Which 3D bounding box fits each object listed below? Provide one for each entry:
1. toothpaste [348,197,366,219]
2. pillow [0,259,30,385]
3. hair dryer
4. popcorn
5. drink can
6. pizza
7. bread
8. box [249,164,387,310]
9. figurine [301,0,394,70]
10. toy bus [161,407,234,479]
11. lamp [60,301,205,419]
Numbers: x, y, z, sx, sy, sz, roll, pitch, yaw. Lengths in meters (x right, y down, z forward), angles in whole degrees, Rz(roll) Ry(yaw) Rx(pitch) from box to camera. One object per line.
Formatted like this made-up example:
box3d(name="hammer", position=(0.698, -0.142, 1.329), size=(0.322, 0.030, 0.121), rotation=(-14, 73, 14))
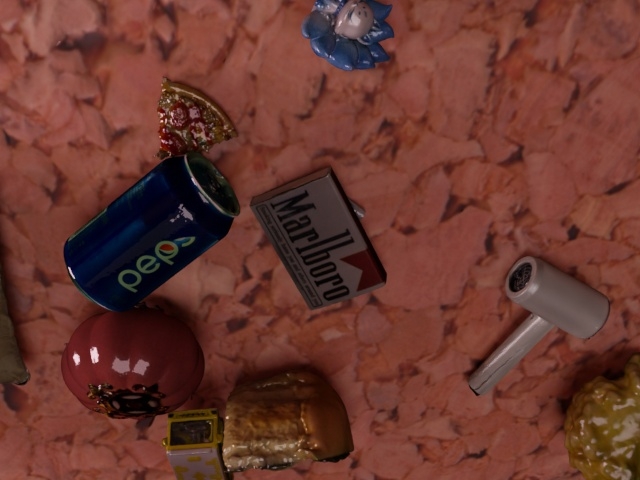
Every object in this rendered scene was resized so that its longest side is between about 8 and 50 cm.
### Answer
box3d(name="toothpaste", position=(0.020, -0.053, 0.868), size=(0.083, 0.015, 0.024), rotation=(32, 103, -14))
box3d(name="pillow", position=(-0.481, 0.068, 0.854), size=(0.184, 0.075, 0.303), rotation=(-2, 115, -6))
box3d(name="hair dryer", position=(0.278, 0.135, 0.967), size=(0.131, 0.073, 0.236), rotation=(27, 121, -15))
box3d(name="popcorn", position=(0.466, 0.281, 0.987), size=(0.218, 0.169, 0.189), rotation=(24, 112, -20))
box3d(name="drink can", position=(-0.201, -0.010, 0.813), size=(0.204, 0.118, 0.118), rotation=(-36, 114, 14))
box3d(name="pizza", position=(-0.145, -0.135, 0.803), size=(0.099, 0.029, 0.100), rotation=(8, 116, -10))
box3d(name="bread", position=(-0.048, 0.250, 0.955), size=(0.174, 0.252, 0.133), rotation=(-11, 74, 2))
box3d(name="box", position=(0.000, 0.000, 0.874), size=(0.115, 0.036, 0.178), rotation=(-20, 118, 17))
box3d(name="figurine", position=(0.037, -0.230, 0.741), size=(0.114, 0.079, 0.114), rotation=(7, 74, -25))
box3d(name="toy bus", position=(-0.173, 0.320, 0.982), size=(0.081, 0.074, 0.226), rotation=(-2, 138, -3))
box3d(name="lamp", position=(-0.243, 0.154, 0.888), size=(0.181, 0.140, 0.182), rotation=(-2, 139, -2))
